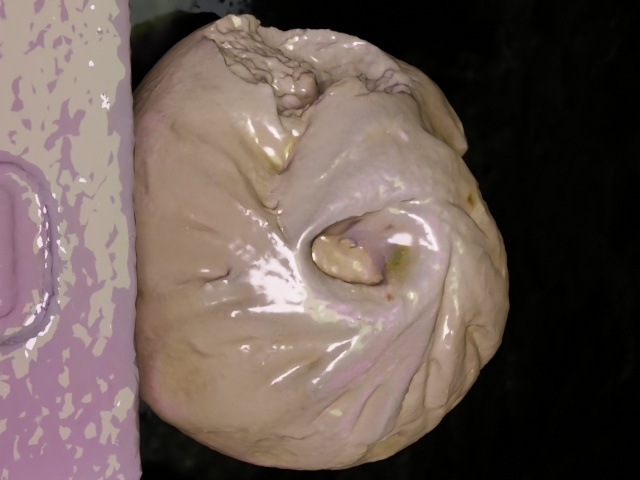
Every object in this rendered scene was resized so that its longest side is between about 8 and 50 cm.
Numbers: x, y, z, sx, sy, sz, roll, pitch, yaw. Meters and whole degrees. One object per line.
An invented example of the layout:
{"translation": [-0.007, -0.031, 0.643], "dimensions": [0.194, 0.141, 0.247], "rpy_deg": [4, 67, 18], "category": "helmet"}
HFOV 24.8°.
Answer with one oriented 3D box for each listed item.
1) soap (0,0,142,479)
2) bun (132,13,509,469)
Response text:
{"translation": [-0.215, -0.036, 0.506], "dimensions": [0.296, 0.107, 0.285], "rpy_deg": [-7, 101, -27], "category": "soap"}
{"translation": [0.000, 0.000, 0.609], "dimensions": [0.178, 0.128, 0.193], "rpy_deg": [-11, 102, -24], "category": "bun"}
